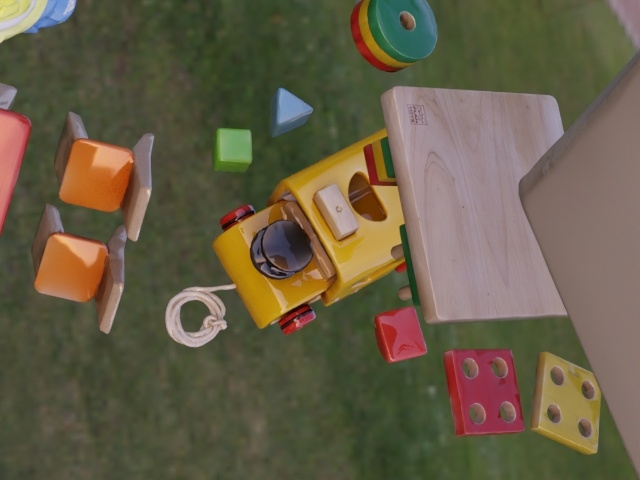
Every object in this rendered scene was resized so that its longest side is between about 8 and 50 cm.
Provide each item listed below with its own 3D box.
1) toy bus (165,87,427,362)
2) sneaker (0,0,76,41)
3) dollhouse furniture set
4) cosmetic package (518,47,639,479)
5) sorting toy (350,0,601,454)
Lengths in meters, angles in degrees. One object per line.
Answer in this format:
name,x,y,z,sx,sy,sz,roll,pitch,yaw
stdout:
toy bus,0.007,-0.010,1.277,0.104,0.191,0.202,127,-22,-70
sneaker,-0.211,-0.152,0.814,0.091,0.240,0.126,-58,161,11
dollhouse furniture set,-0.264,0.020,1.197,0.135,0.262,0.259,-101,-152,-61
cosmetic package,0.259,0.132,0.524,0.161,0.230,0.453,123,-53,-73
sorting toy,0.089,-0.007,1.020,0.132,0.046,0.274,-1,75,-40
